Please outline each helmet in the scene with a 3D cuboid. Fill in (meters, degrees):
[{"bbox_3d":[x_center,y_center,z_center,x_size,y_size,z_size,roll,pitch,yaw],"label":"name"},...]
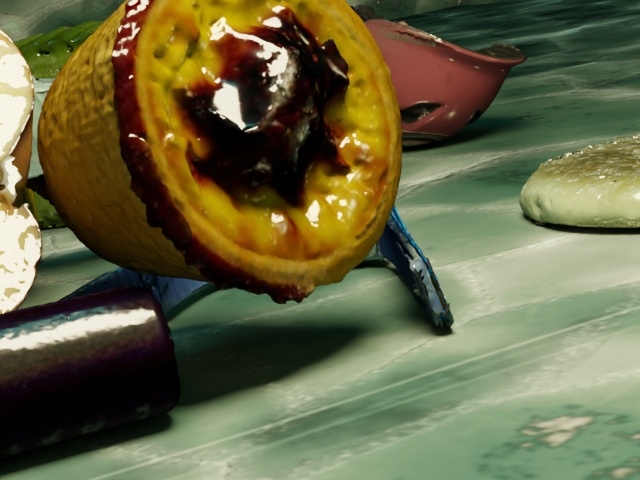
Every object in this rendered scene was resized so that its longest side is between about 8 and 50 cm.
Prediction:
[{"bbox_3d":[0.091,-0.174,1.696,0.198,0.154,0.253,6,19,-37],"label":"helmet"}]

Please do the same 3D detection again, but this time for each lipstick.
[{"bbox_3d":[-0.222,0.090,0.807,0.299,0.081,0.081,-13,12,-17],"label":"lipstick"}]

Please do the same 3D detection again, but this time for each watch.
[{"bbox_3d":[-0.064,0.031,1.045,0.276,0.068,0.274,-10,16,-2],"label":"watch"}]

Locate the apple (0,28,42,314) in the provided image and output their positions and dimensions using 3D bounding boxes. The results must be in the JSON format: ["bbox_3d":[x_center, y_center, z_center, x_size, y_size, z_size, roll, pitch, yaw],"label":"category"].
[{"bbox_3d":[-0.304,-0.015,0.964,0.251,0.293,0.163,12,-34,-12],"label":"apple"}]

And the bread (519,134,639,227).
[{"bbox_3d":[0.285,-0.055,1.208,0.266,0.041,0.267,-9,11,2],"label":"bread"}]

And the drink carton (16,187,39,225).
[{"bbox_3d":[-0.324,0.005,1.234,0.154,0.111,0.351,-9,11,-1],"label":"drink carton"}]

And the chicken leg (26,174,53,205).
[{"bbox_3d":[-0.185,-0.049,1.326,0.105,0.063,0.234,-7,-30,36],"label":"chicken leg"}]

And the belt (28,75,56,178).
[{"bbox_3d":[-0.275,-0.084,1.175,0.198,0.078,0.151,-5,10,3],"label":"belt"}]

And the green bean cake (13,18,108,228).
[{"bbox_3d":[-0.231,-0.123,1.566,0.214,0.200,0.113,-5,13,20],"label":"green bean cake"}]

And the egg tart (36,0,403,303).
[{"bbox_3d":[-0.063,-0.062,0.919,0.215,0.215,0.170,-19,3,-40],"label":"egg tart"}]
